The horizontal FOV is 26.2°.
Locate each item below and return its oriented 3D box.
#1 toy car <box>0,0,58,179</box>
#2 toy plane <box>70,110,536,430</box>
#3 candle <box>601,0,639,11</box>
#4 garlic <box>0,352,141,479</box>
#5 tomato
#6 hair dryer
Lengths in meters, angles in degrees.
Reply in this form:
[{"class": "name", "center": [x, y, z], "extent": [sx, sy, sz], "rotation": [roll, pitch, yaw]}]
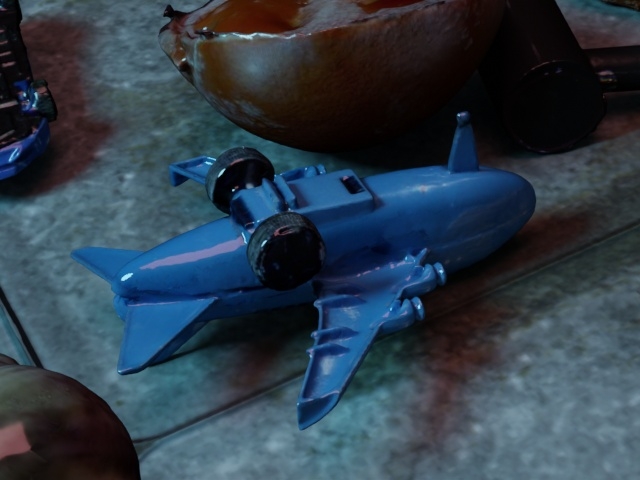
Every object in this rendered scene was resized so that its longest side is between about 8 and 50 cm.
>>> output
[{"class": "toy car", "center": [-0.246, -0.109, 0.966], "extent": [0.103, 0.063, 0.216], "rotation": [-16, 49, -11]}, {"class": "toy plane", "center": [0.000, 0.000, 0.792], "extent": [0.271, 0.105, 0.254], "rotation": [-21, 37, -11]}, {"class": "candle", "center": [0.326, -0.166, 0.973], "extent": [0.329, 0.051, 0.048], "rotation": [17, 44, 24]}, {"class": "garlic", "center": [-0.165, 0.168, 0.586], "extent": [0.244, 0.160, 0.245], "rotation": [-7, 64, 15]}, {"class": "tomato", "center": [0.016, -0.112, 0.886], "extent": [0.227, 0.112, 0.199], "rotation": [-9, 19, 5]}, {"class": "hair dryer", "center": [0.229, -0.131, 0.939], "extent": [0.248, 0.071, 0.114], "rotation": [-7, 42, -7]}]
